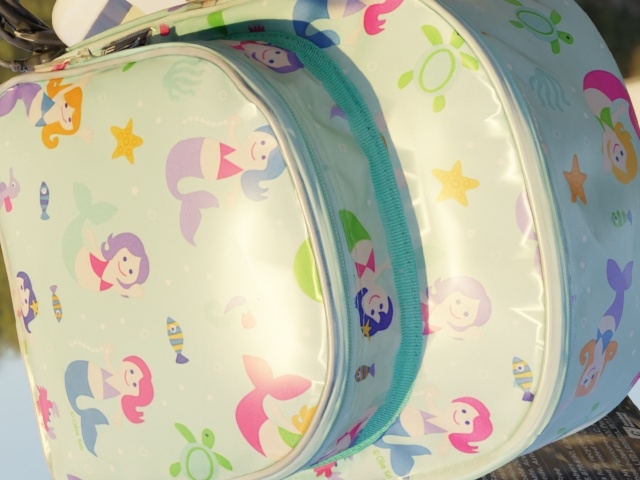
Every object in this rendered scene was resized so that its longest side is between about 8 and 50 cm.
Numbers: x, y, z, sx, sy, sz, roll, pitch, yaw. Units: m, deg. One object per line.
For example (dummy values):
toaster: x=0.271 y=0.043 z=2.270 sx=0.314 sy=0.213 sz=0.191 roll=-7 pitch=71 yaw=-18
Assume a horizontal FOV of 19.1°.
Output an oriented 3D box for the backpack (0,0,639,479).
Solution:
backpack: x=0.000 y=0.000 z=0.760 sx=0.254 sy=0.225 sz=0.191 roll=-11 pitch=-179 yaw=33

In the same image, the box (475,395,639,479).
box: x=0.026 y=0.352 z=1.669 sx=0.472 sy=0.479 sz=0.297 roll=11 pitch=-154 yaw=-24

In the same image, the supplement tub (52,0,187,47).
supplement tub: x=-0.007 y=-0.154 z=1.374 sx=0.228 sy=0.316 sz=0.228 roll=-53 pitch=-172 yaw=11

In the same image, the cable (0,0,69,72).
cable: x=-0.177 y=-0.206 z=1.470 sx=0.185 sy=0.150 sz=0.047 roll=-9 pitch=-175 yaw=-26
